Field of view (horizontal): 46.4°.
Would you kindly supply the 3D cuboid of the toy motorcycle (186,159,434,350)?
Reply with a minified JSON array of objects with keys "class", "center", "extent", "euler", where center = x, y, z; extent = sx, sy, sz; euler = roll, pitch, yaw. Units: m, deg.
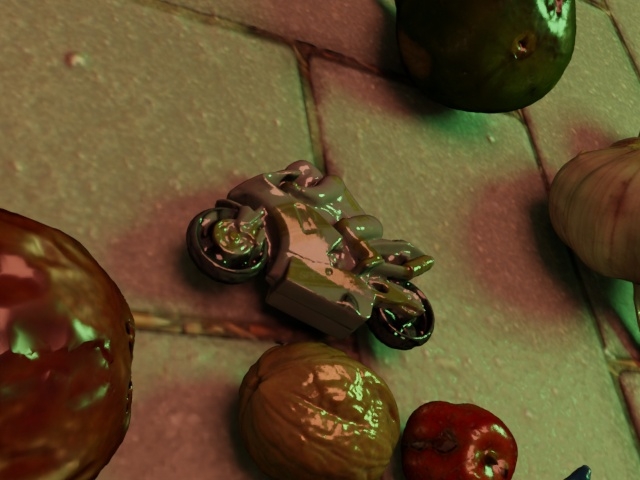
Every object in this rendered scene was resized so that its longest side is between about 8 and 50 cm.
[{"class":"toy motorcycle","center":[0.000,0.000,0.623],"extent":[0.225,0.073,0.152],"euler":[22,48,-20]}]

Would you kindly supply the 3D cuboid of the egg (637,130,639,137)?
[{"class":"egg","center":[0.510,-0.083,0.956],"extent":[0.183,0.183,0.217],"euler":[15,45,-26]}]

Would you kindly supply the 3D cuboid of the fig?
[{"class":"fig","center":[0.167,-0.256,0.843],"extent":[0.195,0.195,0.245],"euler":[0,38,-35]}]

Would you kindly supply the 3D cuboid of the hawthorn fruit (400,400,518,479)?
[{"class":"hawthorn fruit","center":[0.107,0.164,0.573],"extent":[0.093,0.093,0.093],"euler":[18,52,-24]}]

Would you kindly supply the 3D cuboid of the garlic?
[{"class":"garlic","center":[0.379,0.015,0.817],"extent":[0.245,0.245,0.253],"euler":[-11,104,-39]}]

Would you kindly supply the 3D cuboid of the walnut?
[{"class":"walnut","center":[0.000,0.125,0.521],"extent":[0.124,0.105,0.105],"euler":[29,48,-22]}]

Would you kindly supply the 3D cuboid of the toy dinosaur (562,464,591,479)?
[{"class":"toy dinosaur","center":[0.053,0.270,0.448],"extent":[0.076,0.144,0.329],"euler":[47,58,-5]}]

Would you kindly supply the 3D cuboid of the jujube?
[{"class":"jujube","center":[-0.236,0.062,0.344],"extent":[0.290,0.197,0.197],"euler":[3,58,-15]}]
